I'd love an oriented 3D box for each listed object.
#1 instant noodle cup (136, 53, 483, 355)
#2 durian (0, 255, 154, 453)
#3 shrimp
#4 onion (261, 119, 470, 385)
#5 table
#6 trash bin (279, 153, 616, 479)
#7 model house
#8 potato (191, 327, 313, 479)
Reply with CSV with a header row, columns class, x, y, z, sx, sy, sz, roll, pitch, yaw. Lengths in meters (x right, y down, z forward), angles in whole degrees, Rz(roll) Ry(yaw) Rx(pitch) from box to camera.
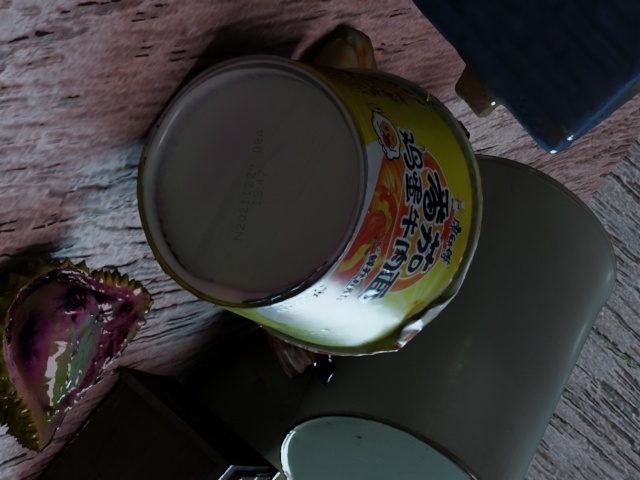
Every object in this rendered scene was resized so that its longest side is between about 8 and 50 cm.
class,x,y,z,sx,sy,sz,roll,pitch,yaw
instant noodle cup,-0.018,-0.039,1.443,0.264,0.264,0.200,-53,156,9
durian,-0.229,0.064,1.378,0.187,0.119,0.108,-55,132,-33
shrimp,-0.005,-0.057,1.624,0.294,0.062,0.154,-67,158,-6
onion,0.000,0.000,1.799,0.314,0.146,0.280,-63,-168,-26
table,-0.172,0.256,1.826,0.169,0.172,0.193,-50,166,0
trash bin,0.148,0.109,1.897,0.432,0.280,0.280,-62,176,-38
model house,0.198,-0.281,1.386,0.342,0.335,0.382,-42,172,9
potato,-0.056,0.234,2.035,0.326,0.221,0.243,-55,156,12
